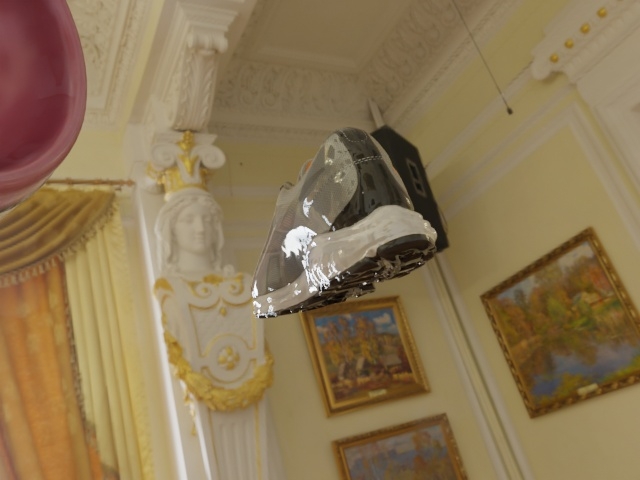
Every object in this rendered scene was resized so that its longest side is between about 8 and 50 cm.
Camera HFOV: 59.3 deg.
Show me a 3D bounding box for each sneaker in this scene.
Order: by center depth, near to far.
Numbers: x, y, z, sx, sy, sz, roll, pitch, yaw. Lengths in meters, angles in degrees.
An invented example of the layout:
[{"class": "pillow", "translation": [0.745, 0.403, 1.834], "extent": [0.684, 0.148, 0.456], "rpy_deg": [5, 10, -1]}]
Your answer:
[{"class": "sneaker", "translation": [0.000, 0.000, 0.468], "extent": [0.100, 0.108, 0.271], "rpy_deg": [-12, -13, -24]}]

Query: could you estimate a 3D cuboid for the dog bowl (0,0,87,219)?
[{"class": "dog bowl", "translation": [-0.373, -0.180, 0.461], "extent": [0.150, 0.407, 0.408], "rpy_deg": [-16, -22, 20]}]
